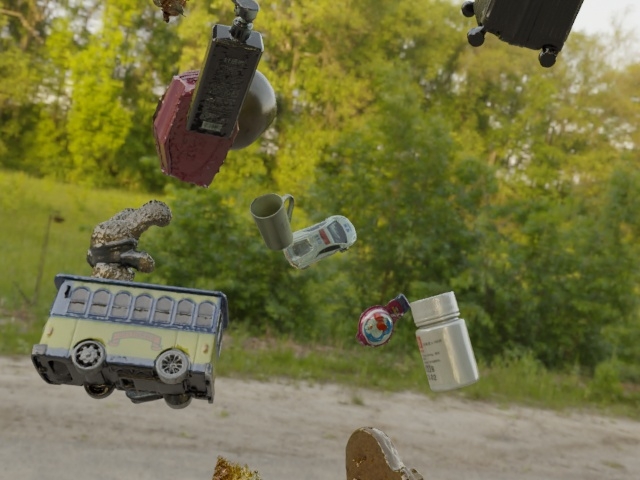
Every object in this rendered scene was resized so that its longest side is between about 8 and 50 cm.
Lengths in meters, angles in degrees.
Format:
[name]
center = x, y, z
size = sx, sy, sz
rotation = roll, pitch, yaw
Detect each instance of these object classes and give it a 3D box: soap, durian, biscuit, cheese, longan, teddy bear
[soap]
center = -0.291, -0.278, 1.822
size = 0.182, 0.289, 0.112
rotation = 9, 33, -37
[durian]
center = -0.192, 0.608, 1.682
size = 0.137, 0.250, 0.183
rotation = 16, 26, -3
[biscuit]
center = 0.075, 0.567, 1.386
size = 0.076, 0.394, 0.368
rotation = 11, 41, -39
[cheese]
center = 0.136, 0.175, 1.683
size = 0.095, 0.145, 0.038
rotation = 57, -19, -21
[longan]
center = -0.234, -0.360, 2.085
size = 0.248, 0.248, 0.248
rotation = 10, 4, -1
[teddy bear]
center = -0.438, 0.015, 1.676
size = 0.181, 0.252, 0.129
rotation = -6, -31, 41

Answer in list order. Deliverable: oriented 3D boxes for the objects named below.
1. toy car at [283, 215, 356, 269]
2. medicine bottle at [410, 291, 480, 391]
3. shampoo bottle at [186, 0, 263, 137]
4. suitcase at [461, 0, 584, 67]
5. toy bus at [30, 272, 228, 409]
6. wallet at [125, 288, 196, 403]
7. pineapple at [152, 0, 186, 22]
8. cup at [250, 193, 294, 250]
[toy car]
center = 0.000, 0.000, 1.913
size = 0.204, 0.095, 0.056
rotation = -23, -10, -24
[medicine bottle]
center = 0.336, 0.273, 2.103
size = 0.144, 0.252, 0.144
rotation = -14, -3, -1
[shampoo bottle]
center = -0.177, -0.327, 1.485
size = 0.098, 0.071, 0.309
rotation = 9, -39, -19
[suitcase]
center = 0.355, -0.476, 1.229
size = 0.152, 0.335, 0.230
rotation = 16, 29, -3
[toy bus]
center = -0.306, 0.164, 1.275
size = 0.287, 0.175, 0.138
rotation = 7, -32, -1
[wallet]
center = -0.318, 0.213, 1.569
size = 0.167, 0.222, 0.036
rotation = -10, -23, -5
[pineapple]
center = -0.291, -0.595, 1.414
size = 0.161, 0.335, 0.158
rotation = -15, -2, 11
[cup]
center = -0.074, -0.035, 1.245
size = 0.054, 0.075, 0.083
rotation = 2, -41, 18
